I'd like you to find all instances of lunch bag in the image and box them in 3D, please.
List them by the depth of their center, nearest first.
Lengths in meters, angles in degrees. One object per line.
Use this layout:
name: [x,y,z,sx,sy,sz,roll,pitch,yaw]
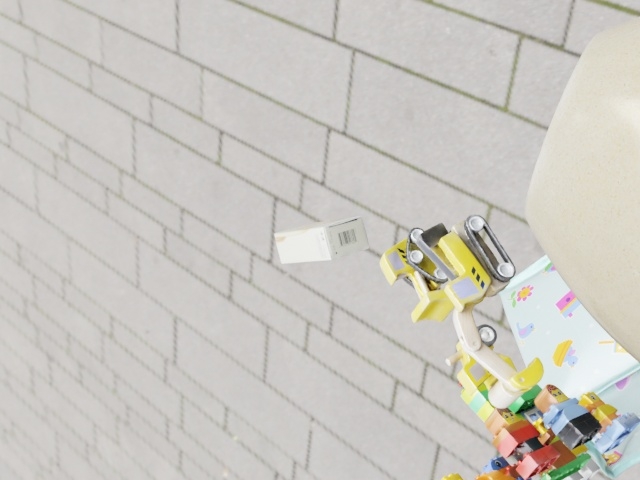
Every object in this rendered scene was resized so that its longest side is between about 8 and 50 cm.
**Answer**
lunch bag: [0.339,0.074,0.943,0.262,0.223,0.160,-39,121,22]

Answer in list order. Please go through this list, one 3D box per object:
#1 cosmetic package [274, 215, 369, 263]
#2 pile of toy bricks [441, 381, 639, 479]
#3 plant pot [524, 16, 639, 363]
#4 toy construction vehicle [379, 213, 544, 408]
cosmetic package: [0.000,0.000,1.110,0.115,0.060,0.041,-6,99,56]
pile of toy bricks: [0.150,0.140,0.708,0.105,0.212,0.118,47,122,29]
plant pot: [0.245,-0.041,0.595,0.191,0.284,0.284,22,126,17]
toy construction vehicle: [0.062,0.033,0.429,0.098,0.035,0.086,61,161,16]
